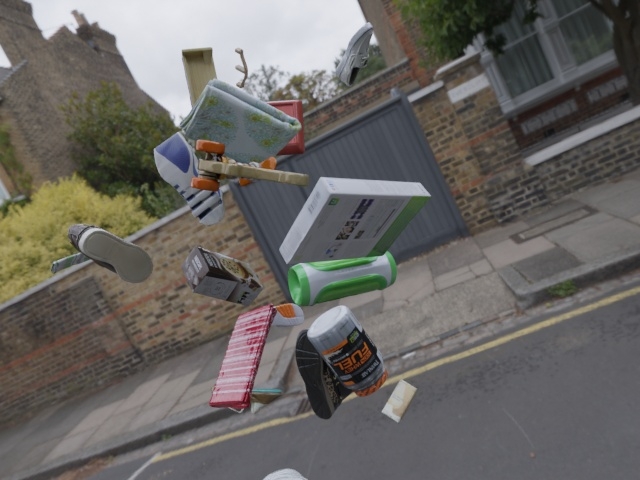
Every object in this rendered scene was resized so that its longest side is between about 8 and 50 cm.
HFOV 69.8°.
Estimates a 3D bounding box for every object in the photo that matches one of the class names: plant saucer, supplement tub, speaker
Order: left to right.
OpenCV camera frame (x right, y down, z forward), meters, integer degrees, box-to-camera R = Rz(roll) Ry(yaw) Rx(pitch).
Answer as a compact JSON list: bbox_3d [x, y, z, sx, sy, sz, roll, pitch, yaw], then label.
[{"bbox_3d":[-0.203,-0.495,1.985,0.258,0.259,0.048,-4,-13,1],"label":"plant saucer"},{"bbox_3d":[0.064,0.103,1.304,0.296,0.131,0.131,-10,-1,-22],"label":"speaker"},{"bbox_3d":[0.109,0.423,1.748,0.193,0.316,0.193,-35,10,7],"label":"supplement tub"}]

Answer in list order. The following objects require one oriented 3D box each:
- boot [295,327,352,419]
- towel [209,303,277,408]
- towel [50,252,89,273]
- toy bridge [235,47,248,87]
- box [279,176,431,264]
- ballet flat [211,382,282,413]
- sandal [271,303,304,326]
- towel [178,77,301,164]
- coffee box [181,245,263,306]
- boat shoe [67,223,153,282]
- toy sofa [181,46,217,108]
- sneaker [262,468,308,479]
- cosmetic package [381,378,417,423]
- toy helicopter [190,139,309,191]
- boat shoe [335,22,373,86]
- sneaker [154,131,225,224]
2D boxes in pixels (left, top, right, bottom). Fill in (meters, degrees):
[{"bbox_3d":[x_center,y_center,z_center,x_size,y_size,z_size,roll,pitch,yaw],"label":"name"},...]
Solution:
[{"bbox_3d":[0.053,0.517,1.937,0.138,0.378,0.284,-14,3,43],"label":"boot"},{"bbox_3d":[-0.211,0.316,1.247,0.198,0.031,0.275,-24,42,47],"label":"towel"},{"bbox_3d":[-0.950,0.080,1.763,0.152,0.023,0.113,-26,-3,-40],"label":"towel"},{"bbox_3d":[-0.360,-0.783,2.095,0.026,0.063,0.188,-39,-26,-35],"label":"toy bridge"},{"bbox_3d":[0.086,-0.044,1.100,0.321,0.059,0.232,-1,-41,-37],"label":"box"},{"bbox_3d":[-0.355,0.759,2.191,0.342,0.124,0.116,12,-16,-18],"label":"ballet flat"},{"bbox_3d":[-0.205,0.345,2.087,0.265,0.102,0.076,1,-17,-27],"label":"sandal"},{"bbox_3d":[-0.307,-0.421,1.721,0.374,0.090,0.320,20,-26,-28],"label":"towel"},{"bbox_3d":[-0.404,0.152,1.902,0.119,0.168,0.297,-50,-41,13],"label":"coffee box"},{"bbox_3d":[-0.656,0.041,1.453,0.117,0.096,0.324,-61,-25,-13],"label":"boat shoe"},{"bbox_3d":[-0.563,-0.725,2.217,0.150,0.363,0.177,-12,-1,-15],"label":"toy sofa"},{"bbox_3d":[-0.156,0.601,1.017,0.305,0.114,0.152,-18,-10,-27],"label":"sneaker"},{"bbox_3d":[0.237,0.480,1.369,0.115,0.060,0.041,-56,-26,-16],"label":"cosmetic package"},{"bbox_3d":[-0.196,-0.200,1.380,0.354,0.140,0.235,11,6,17],"label":"toy helicopter"},{"bbox_3d":[0.139,-0.681,1.705,0.096,0.088,0.267,-39,-5,-34],"label":"boat shoe"},{"bbox_3d":[-0.422,-0.186,1.531,0.127,0.316,0.182,-32,3,-4],"label":"sneaker"}]
